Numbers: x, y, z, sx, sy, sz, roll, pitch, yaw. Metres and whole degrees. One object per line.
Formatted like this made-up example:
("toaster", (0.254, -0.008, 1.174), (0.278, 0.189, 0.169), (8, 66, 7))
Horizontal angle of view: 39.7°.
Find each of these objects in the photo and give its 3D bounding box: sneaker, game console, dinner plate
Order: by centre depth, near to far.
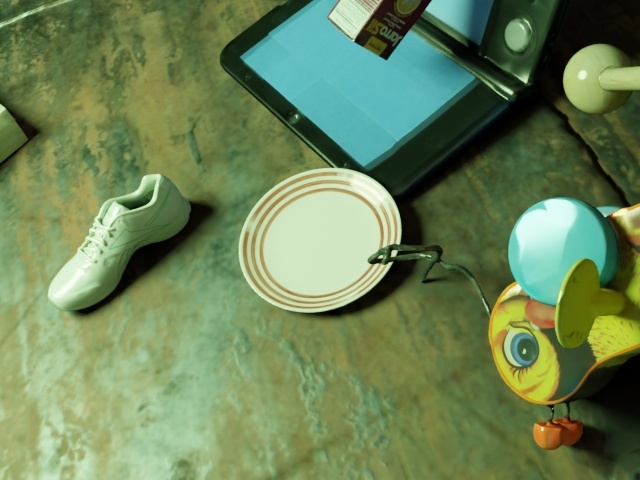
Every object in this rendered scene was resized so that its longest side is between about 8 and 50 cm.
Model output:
("dinner plate", (0.000, 0.000, 0.752), (0.141, 0.017, 0.141), (-8, 57, 13))
("sneaker", (-0.185, -0.003, 0.782), (0.054, 0.061, 0.152), (35, 72, 31))
("game console", (0.056, -0.223, 0.812), (0.173, 0.250, 0.293), (-19, 47, -33))

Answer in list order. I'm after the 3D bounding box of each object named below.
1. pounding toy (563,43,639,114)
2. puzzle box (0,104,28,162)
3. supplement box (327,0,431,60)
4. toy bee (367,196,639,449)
("pounding toy", (0.293, -0.051, 0.643), (0.237, 0.110, 0.183), (17, 16, -11))
("puzzle box", (-0.540, -0.121, 0.971), (0.409, 0.052, 0.272), (33, 69, 32))
("supplement box", (0.055, -0.205, 0.755), (0.083, 0.055, 0.043), (-52, 56, 19))
("toy bee", (0.186, 0.053, 0.600), (0.195, 0.298, 0.162), (-4, 78, -29))
